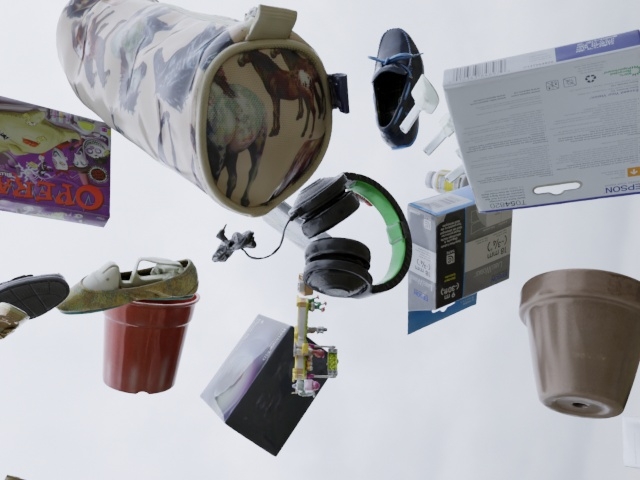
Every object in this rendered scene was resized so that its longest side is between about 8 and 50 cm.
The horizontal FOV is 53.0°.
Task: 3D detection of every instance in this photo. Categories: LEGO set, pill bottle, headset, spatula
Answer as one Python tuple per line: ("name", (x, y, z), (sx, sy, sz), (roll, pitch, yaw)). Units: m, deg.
("LEGO set", (-0.008, 0.224, 1.512), (0.132, 0.107, 0.286), (100, 173, -72))
("pill bottle", (0.336, -0.152, 1.687), (0.065, 0.116, 0.065), (-22, -61, -47))
("headset", (0.000, 0.000, 1.218), (0.394, 0.185, 0.243), (-2, -106, -40))
("spatula", (0.189, -0.158, 1.020), (0.019, 0.168, 0.242), (-41, -3, -6))

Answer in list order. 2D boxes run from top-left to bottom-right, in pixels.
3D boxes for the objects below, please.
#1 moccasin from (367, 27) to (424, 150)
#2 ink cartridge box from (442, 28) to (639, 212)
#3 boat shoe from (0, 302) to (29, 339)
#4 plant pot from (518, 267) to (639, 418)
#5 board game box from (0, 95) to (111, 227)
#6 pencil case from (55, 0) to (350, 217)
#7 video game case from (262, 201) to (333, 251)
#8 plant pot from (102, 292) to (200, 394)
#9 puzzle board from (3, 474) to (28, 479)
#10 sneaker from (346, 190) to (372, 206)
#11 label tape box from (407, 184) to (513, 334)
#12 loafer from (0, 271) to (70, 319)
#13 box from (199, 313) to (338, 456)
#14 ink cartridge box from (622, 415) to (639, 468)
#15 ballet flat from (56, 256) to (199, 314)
("moccasin", (0.190, -0.394, 1.581), (0.117, 0.138, 0.341), (31, -132, -52))
("ink cartridge box", (0.285, -0.135, 0.802), (0.224, 0.223, 0.045), (62, -150, -43))
("boat shoe", (-0.489, 0.130, 0.987), (0.050, 0.135, 0.045), (37, -125, -23))
("plant pot", (0.510, 0.210, 1.237), (0.263, 0.263, 0.229), (51, -135, -49))
("board game box", (-0.524, -0.146, 1.061), (0.347, 0.056, 0.208), (10, -119, -33))
("pencil case", (-0.151, -0.181, 0.693), (0.160, 0.410, 0.183), (4, -69, -41))
("video game case", (-0.072, -0.032, 2.040), (0.036, 0.300, 0.329), (-51, -8, -11))
("plant pot", (-0.489, 0.268, 1.791), (0.272, 0.273, 0.264), (-1, -76, -54))
("puzzle board", (-0.738, 0.630, 1.618), (0.128, 0.011, 0.096), (26, -56, -19))
("sneaker", (0.137, -0.150, 2.275), (0.118, 0.042, 0.067), (49, -123, -19))
("label tape box", (0.319, 0.055, 1.471), (0.241, 0.106, 0.333), (-18, -63, -29))
("loafer", (-0.721, 0.137, 1.449), (0.303, 0.095, 0.109), (-25, -49, -10))
("box", (-0.146, 0.375, 1.740), (0.183, 0.294, 0.296), (39, -105, -19))
("ink cartridge box", (0.906, 0.486, 1.502), (0.226, 0.306, 0.131), (10, -104, -23))
("ballet flat", (-0.472, 0.099, 1.586), (0.349, 0.123, 0.123), (-6, -72, -26))
